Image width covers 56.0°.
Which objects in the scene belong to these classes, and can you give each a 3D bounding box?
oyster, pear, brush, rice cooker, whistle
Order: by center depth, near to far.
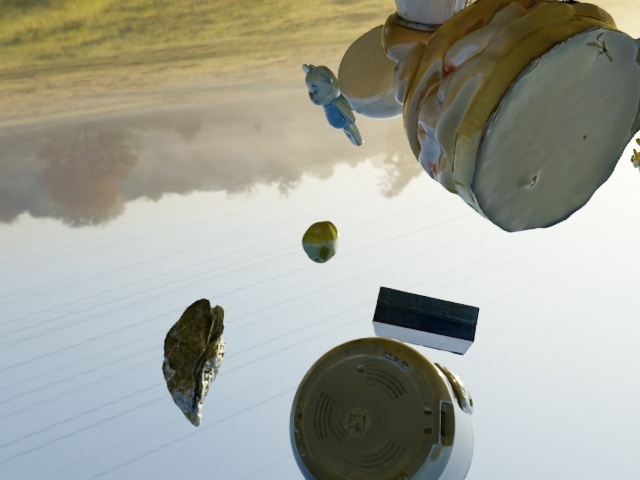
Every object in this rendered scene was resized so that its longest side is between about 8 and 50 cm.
[{"bbox_3d":[0.247,-0.414,1.105,0.267,0.166,0.174,13,-144,10],"label":"brush"},{"bbox_3d":[0.130,0.364,1.173,0.335,0.335,0.325,-3,155,23],"label":"rice cooker"},{"bbox_3d":[0.000,0.000,1.344,0.092,0.092,0.097,-1,-127,30],"label":"pear"},{"bbox_3d":[0.032,-0.310,1.400,0.077,0.235,0.114,-44,-144,-11],"label":"whistle"},{"bbox_3d":[-0.334,0.316,1.602,0.158,0.351,0.162,18,139,-30],"label":"oyster"}]

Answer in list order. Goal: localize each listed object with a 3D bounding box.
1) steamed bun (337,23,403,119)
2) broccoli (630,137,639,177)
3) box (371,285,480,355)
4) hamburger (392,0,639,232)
[{"bbox_3d":[0.198,-0.464,1.707,0.283,0.283,0.177,1,161,37],"label":"steamed bun"},{"bbox_3d":[0.571,-0.139,0.835,0.249,0.375,0.302,-14,-161,12],"label":"broccoli"},{"bbox_3d":[0.301,0.237,1.747,0.279,0.116,0.261,12,162,11],"label":"box"},{"bbox_3d":[0.222,-0.171,0.732,0.276,0.276,0.237,-12,-139,-22],"label":"hamburger"}]
